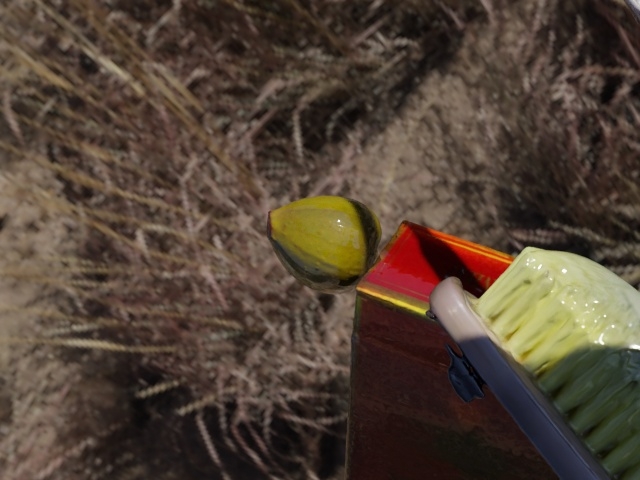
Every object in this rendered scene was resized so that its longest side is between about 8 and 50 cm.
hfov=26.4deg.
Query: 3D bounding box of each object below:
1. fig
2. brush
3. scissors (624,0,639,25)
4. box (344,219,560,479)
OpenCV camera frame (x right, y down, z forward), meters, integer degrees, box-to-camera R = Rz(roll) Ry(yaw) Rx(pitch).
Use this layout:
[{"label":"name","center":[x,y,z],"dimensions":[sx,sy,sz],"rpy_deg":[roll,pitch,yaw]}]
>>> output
[{"label":"fig","center":[0.000,0.000,1.015],"dimensions":[0.088,0.074,0.074],"rpy_deg":[18,68,-7]},{"label":"brush","center":[0.144,0.117,0.430],"dimensions":[0.067,0.072,0.313],"rpy_deg":[-44,62,15]},{"label":"scissors","center":[0.178,-0.067,0.646],"dimensions":[0.015,0.189,0.100],"rpy_deg":[-28,34,-2]},{"label":"box","center":[0.122,0.152,0.979],"dimensions":[0.197,0.313,0.089],"rpy_deg":[21,45,20]}]
